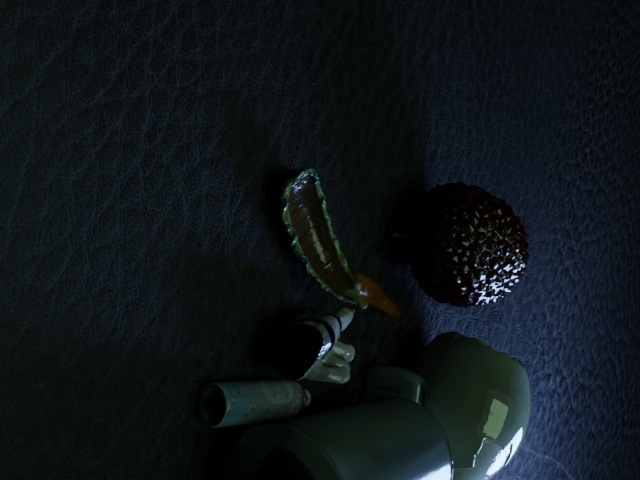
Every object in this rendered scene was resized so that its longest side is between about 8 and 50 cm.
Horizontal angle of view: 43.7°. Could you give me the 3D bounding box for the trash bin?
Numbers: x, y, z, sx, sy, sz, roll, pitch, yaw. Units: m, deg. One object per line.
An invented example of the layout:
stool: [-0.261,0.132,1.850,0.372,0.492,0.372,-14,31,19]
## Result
trash bin: [0.026,0.431,1.402,0.432,0.280,0.280,-3,97,-53]

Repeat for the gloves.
gloves: [-0.010,0.188,1.455,0.218,0.131,0.140,-4,98,-80]

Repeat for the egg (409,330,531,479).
egg: [0.305,0.375,1.716,0.278,0.278,0.336,28,77,-48]

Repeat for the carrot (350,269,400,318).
carrot: [0.110,0.115,1.620,0.256,0.061,0.061,31,72,-50]

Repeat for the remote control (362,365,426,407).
remote control: [0.141,0.406,1.632,0.056,0.140,0.296,5,92,-54]

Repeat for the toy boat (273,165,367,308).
toy boat: [-0.007,0.002,1.437,0.108,0.099,0.293,-43,119,-38]

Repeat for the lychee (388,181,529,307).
lychee: [0.291,0.010,1.682,0.264,0.300,0.264,12,90,-89]

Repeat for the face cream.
face cream: [-0.104,0.277,1.375,0.229,0.075,0.075,8,89,-51]
